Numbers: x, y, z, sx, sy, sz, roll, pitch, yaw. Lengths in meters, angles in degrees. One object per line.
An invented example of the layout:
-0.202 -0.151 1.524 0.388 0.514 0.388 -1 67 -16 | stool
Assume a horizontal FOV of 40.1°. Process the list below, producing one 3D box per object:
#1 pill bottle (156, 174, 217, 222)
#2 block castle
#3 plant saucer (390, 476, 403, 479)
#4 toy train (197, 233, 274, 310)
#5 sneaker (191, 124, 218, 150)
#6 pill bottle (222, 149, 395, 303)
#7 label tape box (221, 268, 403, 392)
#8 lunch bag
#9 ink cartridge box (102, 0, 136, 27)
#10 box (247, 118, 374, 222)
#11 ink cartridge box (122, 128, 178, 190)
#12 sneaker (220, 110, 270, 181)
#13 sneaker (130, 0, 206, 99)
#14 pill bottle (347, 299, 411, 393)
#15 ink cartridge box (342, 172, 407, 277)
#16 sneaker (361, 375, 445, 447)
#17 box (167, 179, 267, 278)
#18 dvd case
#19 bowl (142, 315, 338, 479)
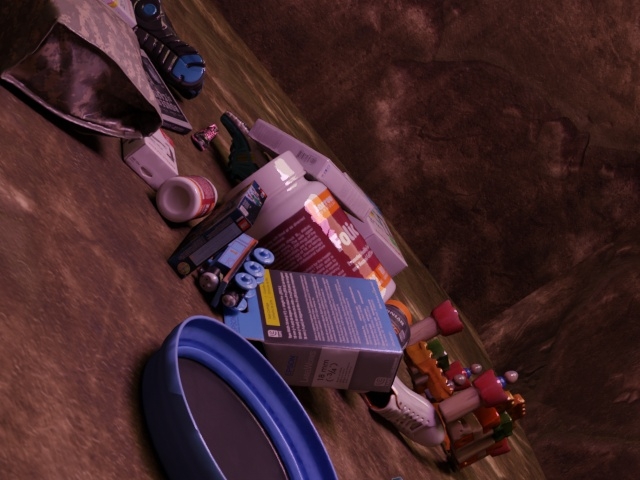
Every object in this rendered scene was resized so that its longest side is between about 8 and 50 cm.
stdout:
-0.249 -0.082 1.674 0.086 0.086 0.152 55 12 1 | pill bottle
0.371 0.380 2.255 0.303 0.213 0.453 61 -4 34 | block castle
0.197 0.573 1.789 0.192 0.018 0.067 60 13 20 | plant saucer
-0.158 0.057 1.611 0.105 0.080 0.184 28 32 2 | toy train
-0.275 -0.256 2.130 0.047 0.057 0.119 54 13 -15 | sneaker
-0.029 0.011 1.946 0.392 0.224 0.224 54 12 -4 | pill bottle
-0.035 0.165 1.685 0.333 0.106 0.241 7 30 -14 | label tape box
-0.404 -0.310 1.502 0.287 0.169 0.235 35 22 -47 | lunch bag
-0.509 -0.559 2.004 0.175 0.072 0.127 44 15 -41 | ink cartridge box
-0.017 -0.168 2.156 0.232 0.058 0.322 33 -4 28 | box
-0.329 -0.174 1.687 0.099 0.056 0.135 47 14 -37 | ink cartridge box
-0.190 -0.202 2.176 0.275 0.110 0.107 63 5 17 | sneaker
-0.412 -0.493 2.186 0.341 0.125 0.139 55 -15 9 | sneaker
0.120 0.225 1.965 0.130 0.130 0.245 54 37 -5 | pill bottle
0.081 -0.006 2.488 0.198 0.197 0.270 43 17 -44 | ink cartridge box
0.175 0.396 2.033 0.290 0.106 0.123 46 24 -10 | sneaker
-0.182 -0.025 1.601 0.044 0.159 0.233 51 13 -10 | box
-0.395 -0.353 1.994 0.239 0.029 0.179 56 12 10 | dvd case
-0.106 0.290 1.240 0.391 0.077 0.391 52 12 -16 | bowl
